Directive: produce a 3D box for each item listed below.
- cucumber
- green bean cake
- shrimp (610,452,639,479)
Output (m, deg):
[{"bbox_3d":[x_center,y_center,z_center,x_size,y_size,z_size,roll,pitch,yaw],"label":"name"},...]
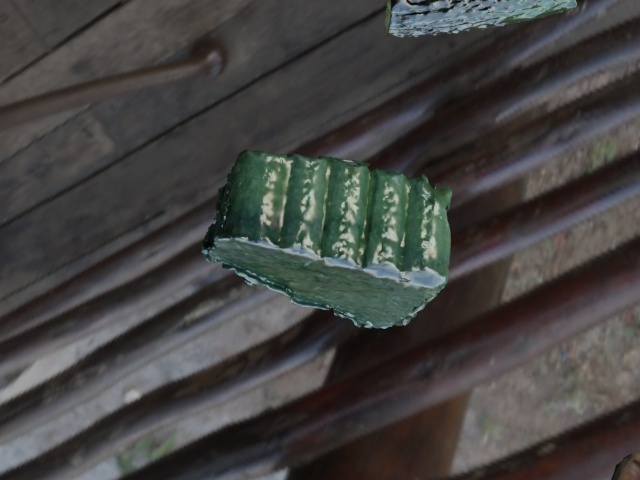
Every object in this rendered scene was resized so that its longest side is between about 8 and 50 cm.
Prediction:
[{"bbox_3d":[0.149,-0.225,1.323,0.187,0.058,0.058,-11,116,-9],"label":"cucumber"},{"bbox_3d":[0.000,0.000,1.236,0.208,0.107,0.193,10,164,-11],"label":"green bean cake"},{"bbox_3d":[0.092,0.099,0.350,0.075,0.190,0.073,28,118,29],"label":"shrimp"}]
